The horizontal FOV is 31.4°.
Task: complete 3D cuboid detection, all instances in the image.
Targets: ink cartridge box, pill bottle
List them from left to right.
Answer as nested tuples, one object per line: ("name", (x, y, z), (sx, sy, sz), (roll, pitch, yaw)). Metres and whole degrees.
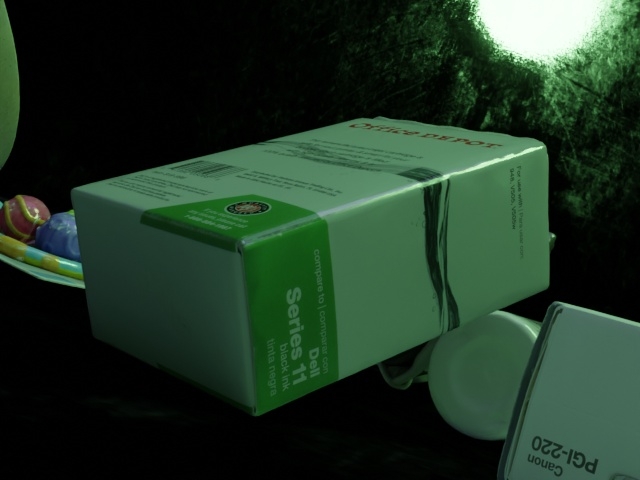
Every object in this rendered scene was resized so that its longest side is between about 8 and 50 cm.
("ink cartridge box", (0.000, 0.000, 0.599), (0.208, 0.087, 0.153), (-18, 22, -36))
("pill bottle", (0.130, 0.089, 0.725), (0.078, 0.078, 0.137), (16, -1, 32))
("ink cartridge box", (0.208, 0.103, 0.507), (0.217, 0.092, 0.158), (15, 0, -44))

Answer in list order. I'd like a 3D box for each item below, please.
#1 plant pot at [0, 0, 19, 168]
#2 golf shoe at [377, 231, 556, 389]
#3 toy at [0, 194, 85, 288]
("plant pot", (-0.371, -0.136, 0.779), (0.284, 0.284, 0.191), (16, 34, 40))
("golf shoe", (0.062, 0.051, 0.812), (0.105, 0.120, 0.273), (42, -24, 12))
("toy", (-0.240, -0.007, 0.972), (0.237, 0.056, 0.136), (16, 0, 43))
